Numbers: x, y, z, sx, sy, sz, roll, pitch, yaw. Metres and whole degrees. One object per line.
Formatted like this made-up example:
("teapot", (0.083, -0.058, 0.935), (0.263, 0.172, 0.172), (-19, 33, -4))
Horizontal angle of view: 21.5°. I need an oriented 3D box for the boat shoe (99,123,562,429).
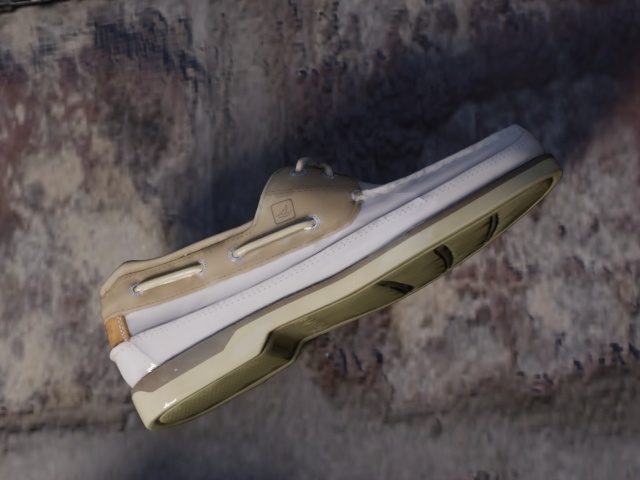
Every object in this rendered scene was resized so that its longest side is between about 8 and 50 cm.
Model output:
("boat shoe", (0.000, 0.000, 1.043), (0.302, 0.113, 0.103), (-29, 75, 1))
